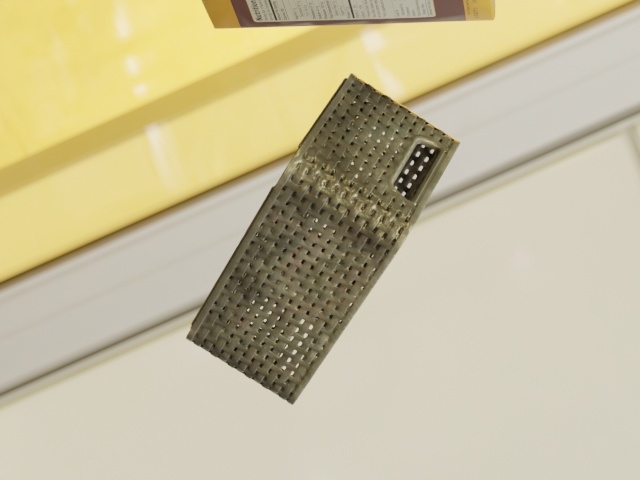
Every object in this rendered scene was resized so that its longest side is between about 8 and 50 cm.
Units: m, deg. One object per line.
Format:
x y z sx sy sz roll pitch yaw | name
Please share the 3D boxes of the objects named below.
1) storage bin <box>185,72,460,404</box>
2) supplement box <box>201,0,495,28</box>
0.000 0.000 1.167 0.084 0.180 0.122 33 41 -1 | storage bin
0.015 -0.254 1.219 0.129 0.194 0.191 68 22 -69 | supplement box
